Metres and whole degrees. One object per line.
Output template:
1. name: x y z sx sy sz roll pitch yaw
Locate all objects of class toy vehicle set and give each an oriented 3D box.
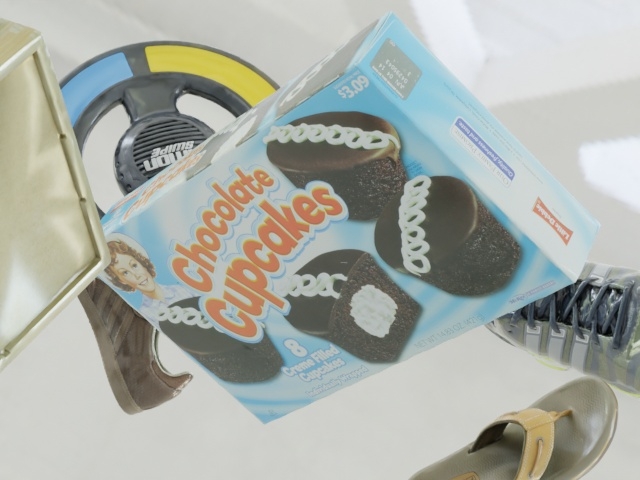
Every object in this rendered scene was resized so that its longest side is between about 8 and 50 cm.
1. toy vehicle set: -0.218 0.027 0.892 0.035 0.267 0.166 20 -41 29

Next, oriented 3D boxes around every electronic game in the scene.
1. electronic game: -0.117 -0.060 1.387 0.229 0.229 0.048 25 -29 6

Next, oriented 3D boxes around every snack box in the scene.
1. snack box: 0.000 0.000 1.131 0.187 0.060 0.322 43 -41 -14

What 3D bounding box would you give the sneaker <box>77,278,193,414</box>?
1. sneaker: -0.170 0.056 1.552 0.071 0.066 0.188 -21 -93 3

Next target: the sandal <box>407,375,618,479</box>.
1. sandal: 0.138 0.155 1.288 0.180 0.072 0.049 -27 -39 -3

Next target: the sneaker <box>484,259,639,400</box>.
1. sneaker: 0.212 0.062 1.455 0.121 0.111 0.300 21 -9 -24
